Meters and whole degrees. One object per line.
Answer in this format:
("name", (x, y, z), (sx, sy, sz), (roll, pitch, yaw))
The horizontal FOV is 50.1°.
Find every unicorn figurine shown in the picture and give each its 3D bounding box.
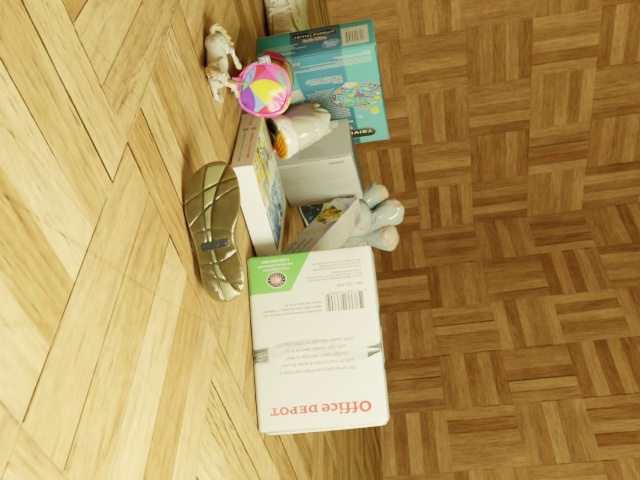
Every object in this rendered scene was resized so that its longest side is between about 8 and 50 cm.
("unicorn figurine", (-0.151, -0.263, 1.048), (0.111, 0.060, 0.162), (61, 7, -69))

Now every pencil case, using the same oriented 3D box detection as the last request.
("pencil case", (-0.097, -0.284, 1.227), (0.236, 0.104, 0.105), (-89, 170, -73))

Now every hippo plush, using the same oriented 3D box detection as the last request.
("hippo plush", (0.081, -0.077, 2.048), (0.236, 0.294, 0.235), (18, 63, -56))

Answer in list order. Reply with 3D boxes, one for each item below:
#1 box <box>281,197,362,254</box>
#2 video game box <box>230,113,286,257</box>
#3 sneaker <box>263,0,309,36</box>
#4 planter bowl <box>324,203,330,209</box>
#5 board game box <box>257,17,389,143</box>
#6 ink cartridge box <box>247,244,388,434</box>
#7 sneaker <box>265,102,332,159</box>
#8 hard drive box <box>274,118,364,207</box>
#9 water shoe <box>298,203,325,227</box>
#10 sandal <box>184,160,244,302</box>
("box", (0.000, 0.000, 1.458), (0.324, 0.063, 0.067), (-49, 134, -52))
("video game box", (-0.107, -0.096, 1.227), (0.187, 0.048, 0.205), (-92, 171, -51))
("sneaker", (-0.076, -0.554, 1.603), (0.152, 0.114, 0.305), (-87, 168, -57))
("planter bowl", (0.010, -0.141, 1.875), (0.162, 0.109, 0.162), (-10, 90, -79))
("board game box", (0.017, -0.344, 1.585), (0.336, 0.253, 0.079), (70, 15, -61))
("ink cartridge box", (-0.002, 0.168, 1.153), (0.121, 0.211, 0.289), (58, 27, -76))
("sneaker", (-0.047, -0.223, 1.321), (0.262, 0.121, 0.099), (-127, -160, -64))
("hard drive box", (-0.006, -0.165, 1.525), (0.232, 0.181, 0.089), (64, 20, -69))
("water shoe", (-0.029, -0.089, 1.779), (0.080, 0.072, 0.203), (-121, -163, -48))
("sandal", (-0.134, -0.011, 0.885), (0.049, 0.072, 0.180), (-148, -128, -80))
